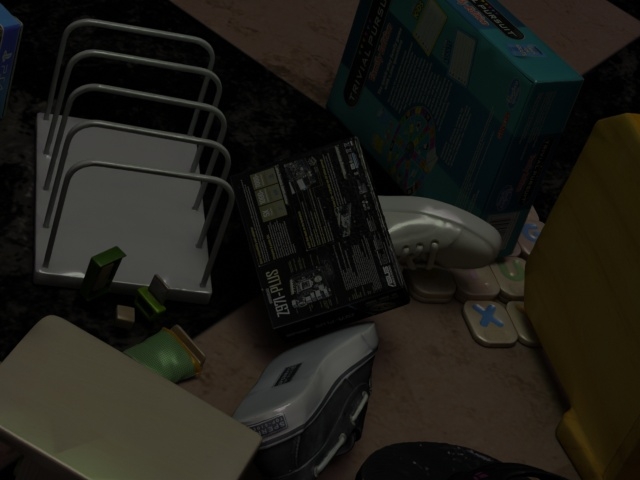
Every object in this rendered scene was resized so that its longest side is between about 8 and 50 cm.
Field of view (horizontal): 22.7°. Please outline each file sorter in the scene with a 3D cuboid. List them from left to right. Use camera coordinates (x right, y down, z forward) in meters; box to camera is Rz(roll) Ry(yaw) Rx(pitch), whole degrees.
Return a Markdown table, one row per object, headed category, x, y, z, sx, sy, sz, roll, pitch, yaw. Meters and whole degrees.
| category | x | y | z | sx | sy | sz | roll | pitch | yaw |
| --- | --- | --- | --- | --- | --- | --- | --- | --- | --- |
| file sorter | -0.206 | -0.095 | 1.763 | 0.193 | 0.173 | 0.278 | 8 | 40 | -16 |

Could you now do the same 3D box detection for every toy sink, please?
| category | x | y | z | sx | sy | sz | roll | pitch | yaw |
| --- | --- | --- | --- | --- | --- | --- | --- | --- | --- |
| toy sink | -0.199 | 0.205 | 1.444 | 0.234 | 0.131 | 0.153 | 30 | 39 | 3 |

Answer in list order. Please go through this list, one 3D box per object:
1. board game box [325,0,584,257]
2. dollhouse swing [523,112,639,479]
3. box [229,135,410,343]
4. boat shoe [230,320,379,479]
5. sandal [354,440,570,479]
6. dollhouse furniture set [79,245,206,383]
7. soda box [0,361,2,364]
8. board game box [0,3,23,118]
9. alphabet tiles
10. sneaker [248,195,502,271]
| category | x | y | z | sx | sy | sz | roll | pitch | yaw |
| --- | --- | --- | --- | --- | --- | --- | --- | --- | --- |
| board game box | 0.152 | -0.178 | 1.935 | 0.079 | 0.254 | 0.336 | -7 | 41 | -33 |
| dollhouse swing | 0.419 | 0.075 | 1.704 | 0.315 | 0.347 | 0.305 | 12 | 38 | -11 |
| box | 0.000 | 0.000 | 1.718 | 0.147 | 0.077 | 0.180 | -18 | 73 | 4 |
| boat shoe | 0.001 | 0.167 | 1.606 | 0.102 | 0.108 | 0.301 | 68 | 19 | -9 |
| sandal | 0.248 | 0.301 | 1.550 | 0.445 | 0.107 | 0.167 | 28 | 39 | 9 |
| dollhouse furniture set | -0.180 | 0.079 | 1.644 | 0.076 | 0.058 | 0.152 | -26 | 65 | -43 |
| soda box | -0.379 | 0.117 | 1.520 | 0.181 | 0.061 | 0.058 | 29 | 38 | 10 |
| board game box | -0.527 | -0.225 | 1.794 | 0.291 | 0.141 | 0.232 | -20 | 54 | -40 |
| alphabet tiles | 0.222 | 0.024 | 1.938 | 0.284 | 0.021 | 0.278 | 2 | 42 | -22 |
| sneaker | 0.057 | 0.015 | 1.814 | 0.290 | 0.106 | 0.123 | 10 | 60 | 4 |
